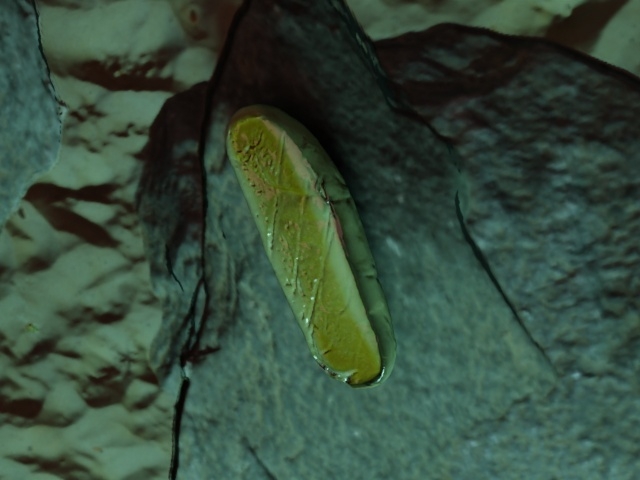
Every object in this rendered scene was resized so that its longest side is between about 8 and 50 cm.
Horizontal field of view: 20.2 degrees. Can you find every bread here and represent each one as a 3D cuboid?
[{"bbox_3d":[0.000,0.001,1.241,0.073,0.053,0.214,-17,102,29],"label":"bread"}]
